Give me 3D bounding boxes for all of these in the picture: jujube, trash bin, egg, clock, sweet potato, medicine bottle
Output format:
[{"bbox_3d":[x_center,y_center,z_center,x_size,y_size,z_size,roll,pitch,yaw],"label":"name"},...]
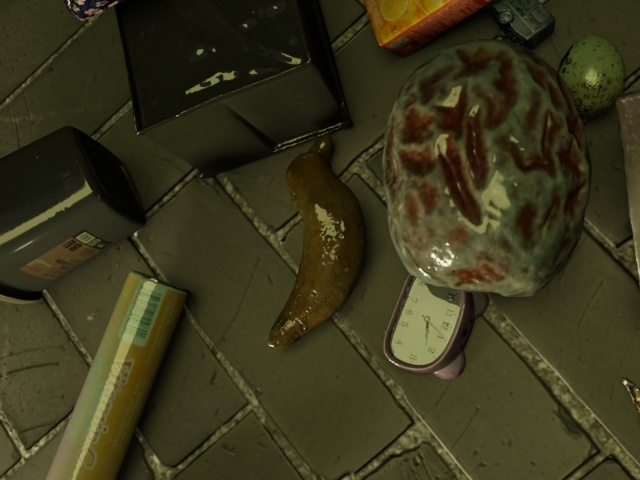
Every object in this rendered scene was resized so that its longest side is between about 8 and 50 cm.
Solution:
[{"bbox_3d":[0.197,-0.079,0.891,0.247,0.215,0.307,-8,71,-6],"label":"jujube"},{"bbox_3d":[-0.423,-0.026,1.078,0.291,0.209,0.182,-29,72,3],"label":"trash bin"},{"bbox_3d":[0.348,-0.213,0.957,0.085,0.085,0.110,-2,78,15],"label":"egg"},{"bbox_3d":[0.150,0.106,0.973,0.110,0.050,0.152,20,86,18],"label":"clock"},{"bbox_3d":[0.003,-0.002,1.011,0.124,0.098,0.309,-1,81,37],"label":"sweet potato"},{"bbox_3d":[-0.302,0.254,1.047,0.108,0.108,0.425,20,84,18],"label":"medicine bottle"}]

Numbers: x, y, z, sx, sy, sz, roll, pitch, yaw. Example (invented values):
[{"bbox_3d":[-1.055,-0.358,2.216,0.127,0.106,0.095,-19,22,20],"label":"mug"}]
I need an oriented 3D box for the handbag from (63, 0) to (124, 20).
[{"bbox_3d":[-0.269,-0.378,0.880,0.229,0.208,0.126,-17,71,16],"label":"handbag"}]

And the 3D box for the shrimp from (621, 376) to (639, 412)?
[{"bbox_3d":[0.527,0.192,0.858,0.287,0.068,0.185,-27,70,19],"label":"shrimp"}]

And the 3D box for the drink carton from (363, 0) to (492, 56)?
[{"bbox_3d":[0.169,-0.347,0.996,0.223,0.071,0.096,-27,73,33],"label":"drink carton"}]

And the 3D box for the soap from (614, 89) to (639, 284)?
[{"bbox_3d":[0.492,-0.047,0.798,0.296,0.107,0.285,-7,100,35],"label":"soap"}]

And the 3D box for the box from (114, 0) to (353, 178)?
[{"bbox_3d":[-0.131,-0.303,1.043,0.251,0.204,0.344,-18,76,13],"label":"box"}]

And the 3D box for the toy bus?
[{"bbox_3d":[0.251,-0.337,1.027,0.065,0.047,0.165,-36,74,4],"label":"toy bus"}]
